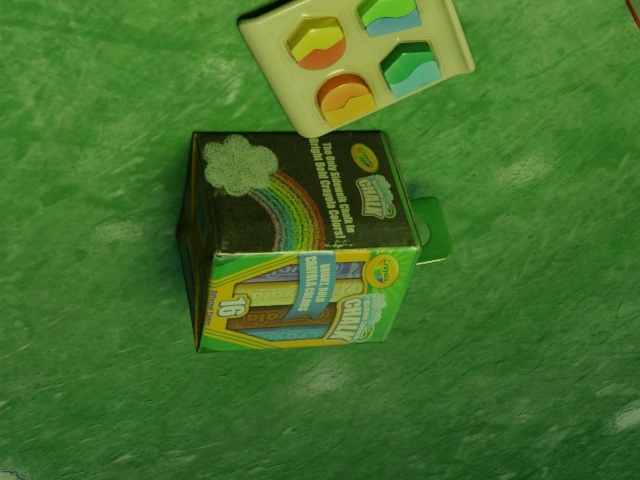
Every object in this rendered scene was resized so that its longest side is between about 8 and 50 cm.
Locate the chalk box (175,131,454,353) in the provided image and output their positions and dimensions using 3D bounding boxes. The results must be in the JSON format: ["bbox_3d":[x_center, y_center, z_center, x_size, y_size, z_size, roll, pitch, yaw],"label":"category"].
[{"bbox_3d":[0.000,0.000,1.493,0.289,0.180,0.179,-1,141,-15],"label":"chalk box"}]

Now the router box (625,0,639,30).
[{"bbox_3d":[0.526,-0.311,1.346,0.335,0.082,0.301,4,139,-23],"label":"router box"}]

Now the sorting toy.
[{"bbox_3d":[0.043,-0.193,1.375,0.208,0.038,0.193,-20,143,8],"label":"sorting toy"}]
